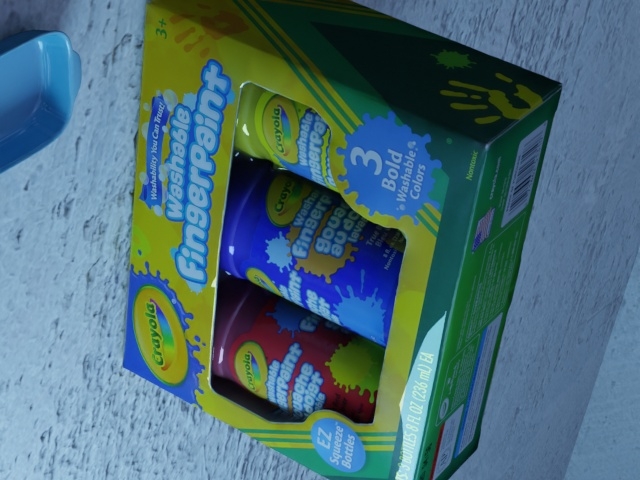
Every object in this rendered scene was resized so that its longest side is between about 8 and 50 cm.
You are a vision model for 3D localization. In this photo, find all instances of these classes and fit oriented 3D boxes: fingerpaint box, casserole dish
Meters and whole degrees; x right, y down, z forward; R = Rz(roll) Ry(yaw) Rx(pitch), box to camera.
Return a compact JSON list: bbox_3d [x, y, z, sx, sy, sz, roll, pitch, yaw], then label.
[{"bbox_3d":[0.000,0.000,1.520,0.163,0.371,0.444,-36,144,-47],"label":"fingerpaint box"},{"bbox_3d":[-0.276,-0.111,1.283,0.188,0.037,0.114,-38,145,-41],"label":"casserole dish"}]
